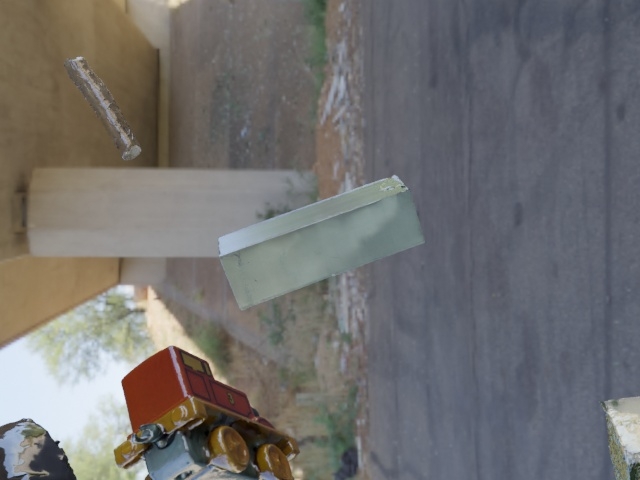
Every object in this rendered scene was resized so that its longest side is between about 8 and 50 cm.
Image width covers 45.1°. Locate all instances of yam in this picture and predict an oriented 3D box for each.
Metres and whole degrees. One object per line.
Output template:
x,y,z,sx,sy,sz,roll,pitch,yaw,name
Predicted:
-0.258,-0.159,0.915,0.145,0.032,0.032,56,164,13,yam

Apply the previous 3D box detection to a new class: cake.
0.573,0.412,1.270,0.172,0.157,0.284,-4,-94,-81,cake

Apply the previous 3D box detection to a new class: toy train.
-0.189,0.314,1.250,0.369,0.163,0.232,41,-160,-53,toy train

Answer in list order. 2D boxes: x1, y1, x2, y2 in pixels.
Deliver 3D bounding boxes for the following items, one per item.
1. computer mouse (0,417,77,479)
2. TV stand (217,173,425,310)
-0.306,0.274,0.649,0.116,0.323,0.183,26,-140,-51,computer mouse
0.000,0.000,1.066,0.083,0.269,0.088,-112,4,-68,TV stand
